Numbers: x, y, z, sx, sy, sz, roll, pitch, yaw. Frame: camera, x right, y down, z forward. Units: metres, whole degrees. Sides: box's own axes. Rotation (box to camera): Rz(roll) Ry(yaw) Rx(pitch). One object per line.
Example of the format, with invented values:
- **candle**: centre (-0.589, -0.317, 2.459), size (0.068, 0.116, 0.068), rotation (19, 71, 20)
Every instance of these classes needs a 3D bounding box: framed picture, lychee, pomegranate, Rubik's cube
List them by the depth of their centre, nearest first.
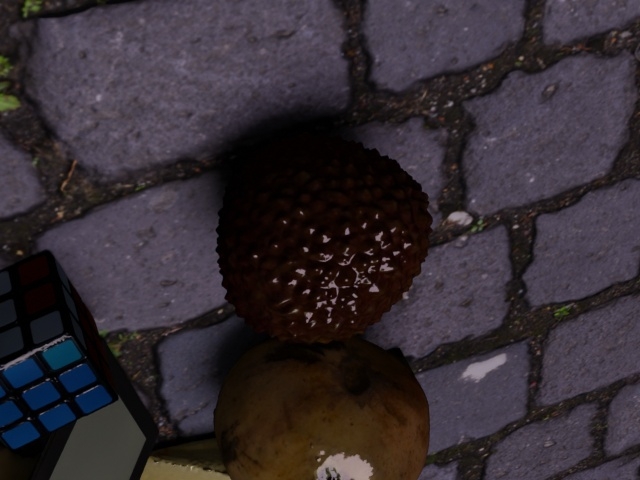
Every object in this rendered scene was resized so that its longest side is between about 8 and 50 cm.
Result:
- **lychee**: centre (0.000, 0.000, 1.404), size (0.304, 0.276, 0.275), rotation (-15, 152, 42)
- **Rubik's cube**: centre (-0.375, 0.144, 1.433), size (0.162, 0.163, 0.160), rotation (-23, 138, -3)
- **framed picture**: centre (-0.331, 0.348, 1.566), size (0.016, 0.347, 0.265), rotation (4, 142, 19)
- **pomegranate**: centre (0.001, 0.277, 1.654), size (0.322, 0.322, 0.322), rotation (-15, 136, -15)

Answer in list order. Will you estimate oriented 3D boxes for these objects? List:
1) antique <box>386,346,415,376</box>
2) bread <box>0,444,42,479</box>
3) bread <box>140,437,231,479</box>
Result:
- **antique**: centre (0.114, 0.288, 1.891), size (0.080, 0.081, 0.221), rotation (-16, 136, -12)
- **bread**: centre (-0.486, 0.523, 1.599), size (0.250, 0.394, 0.361), rotation (-12, 139, 7)
- **bread**: centre (-0.196, 0.483, 1.823), size (0.405, 0.242, 0.346), rotation (-3, 129, -30)
